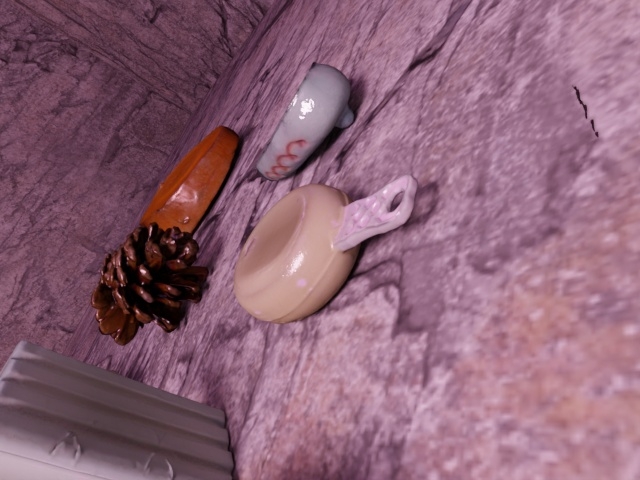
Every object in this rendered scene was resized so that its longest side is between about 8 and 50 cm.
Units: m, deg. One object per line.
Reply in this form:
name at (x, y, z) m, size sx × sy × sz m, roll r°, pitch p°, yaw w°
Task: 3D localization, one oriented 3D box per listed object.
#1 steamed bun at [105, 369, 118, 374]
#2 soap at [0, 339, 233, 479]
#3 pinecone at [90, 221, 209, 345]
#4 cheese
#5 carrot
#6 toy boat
steamed bun at (-0.413, 0.301, 0.765) m, size 0.239 × 0.170 × 0.152 m, roll -38°, pitch 54°, yaw 43°
soap at (-0.175, 0.168, 0.398) m, size 0.066 × 0.198 × 0.119 m, roll -57°, pitch 24°, yaw 7°
pinecone at (-0.266, 0.063, 0.755) m, size 0.195 × 0.150 × 0.179 m, roll -50°, pitch 25°, yaw 20°
cheese at (0.000, 0.000, 0.421) m, size 0.227 × 0.064 × 0.137 m, roll -25°, pitch 42°, yaw 50°
carrot at (-0.297, -0.138, 1.117) m, size 0.307 × 0.100 × 0.258 m, roll -61°, pitch 27°, yaw -8°
toy boat at (-0.018, -0.148, 0.637) m, size 0.134 × 0.079 × 0.208 m, roll -62°, pitch 12°, yaw -26°
